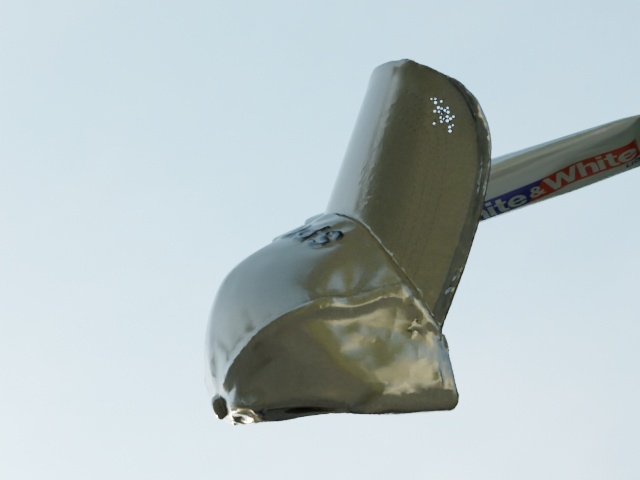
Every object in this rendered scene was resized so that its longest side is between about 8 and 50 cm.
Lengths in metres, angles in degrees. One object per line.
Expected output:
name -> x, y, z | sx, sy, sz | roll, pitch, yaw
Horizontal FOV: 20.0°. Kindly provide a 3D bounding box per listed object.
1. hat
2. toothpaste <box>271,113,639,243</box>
hat -> 0.000, 0.000, 0.786 | 0.085, 0.175, 0.147 | 18, -13, -26
toothpaste -> 0.078, -0.024, 0.971 | 0.218, 0.033, 0.052 | -19, -31, 12
